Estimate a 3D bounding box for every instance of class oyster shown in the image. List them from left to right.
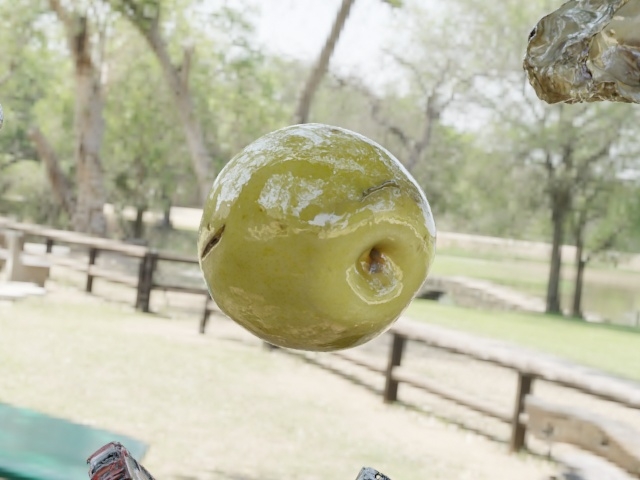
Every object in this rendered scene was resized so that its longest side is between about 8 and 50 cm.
[{"bbox_3d":[0.278,-0.189,1.139,0.232,0.162,0.107,-27,27,-22],"label":"oyster"}]

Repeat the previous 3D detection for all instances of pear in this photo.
[{"bbox_3d":[0.000,0.000,1.599,0.309,0.309,0.309,6,2,0],"label":"pear"}]

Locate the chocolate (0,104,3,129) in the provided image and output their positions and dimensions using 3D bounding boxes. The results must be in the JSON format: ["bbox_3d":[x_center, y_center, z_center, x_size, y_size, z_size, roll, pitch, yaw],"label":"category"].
[{"bbox_3d":[-0.429,-0.147,1.400,0.072,0.072,0.167,8,0,44],"label":"chocolate"}]

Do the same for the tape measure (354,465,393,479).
[{"bbox_3d":[0.101,0.486,2.016,0.186,0.199,0.112,33,13,6],"label":"tape measure"}]

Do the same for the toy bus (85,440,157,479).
[{"bbox_3d":[-0.246,0.372,1.747,0.235,0.073,0.096,57,0,-42],"label":"toy bus"}]
